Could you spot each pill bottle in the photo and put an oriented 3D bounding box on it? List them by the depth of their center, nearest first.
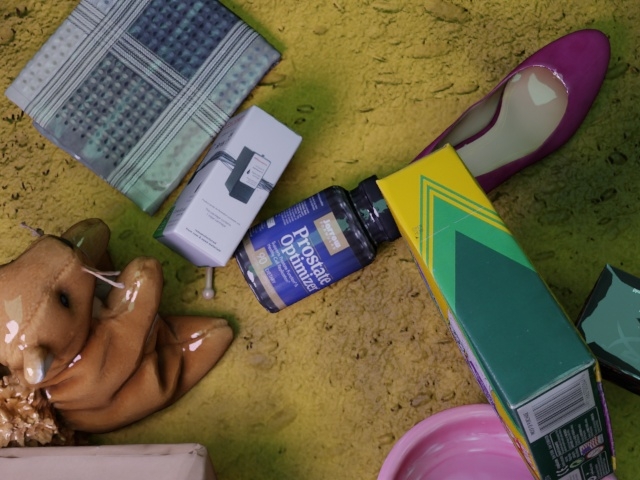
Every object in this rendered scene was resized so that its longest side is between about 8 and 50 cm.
[{"bbox_3d":[0.000,0.000,1.519,0.219,0.123,0.123,-28,77,5],"label":"pill bottle"}]

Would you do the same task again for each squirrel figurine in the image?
[{"bbox_3d":[-0.362,0.157,1.430,0.281,0.370,0.397,40,89,13],"label":"squirrel figurine"}]

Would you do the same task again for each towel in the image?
[{"bbox_3d":[-0.266,-0.243,1.651,0.312,0.056,0.324,39,87,11],"label":"towel"}]

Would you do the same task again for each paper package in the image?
[{"bbox_3d":[-0.257,0.419,1.384,0.309,0.325,0.168,-3,36,9],"label":"paper package"}]

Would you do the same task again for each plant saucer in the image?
[{"bbox_3d":[0.224,0.365,1.379,0.332,0.084,0.332,4,50,-5],"label":"plant saucer"}]

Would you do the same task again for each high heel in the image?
[{"bbox_3d":[0.252,-0.155,1.469,0.127,0.181,0.377,41,90,13],"label":"high heel"}]

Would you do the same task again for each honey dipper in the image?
[{"bbox_3d":[-0.160,0.005,1.597,0.030,0.030,0.161,0,85,10],"label":"honey dipper"}]

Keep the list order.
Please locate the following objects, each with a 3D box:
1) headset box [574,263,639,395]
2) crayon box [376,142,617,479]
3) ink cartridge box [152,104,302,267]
[{"bbox_3d":[0.415,0.133,1.337,0.218,0.293,0.110,25,86,14],"label":"headset box"},{"bbox_3d":[0.213,0.109,1.297,0.106,0.363,0.313,-30,57,1],"label":"crayon box"},{"bbox_3d":[-0.128,-0.072,1.516,0.087,0.153,0.208,35,76,-14],"label":"ink cartridge box"}]
